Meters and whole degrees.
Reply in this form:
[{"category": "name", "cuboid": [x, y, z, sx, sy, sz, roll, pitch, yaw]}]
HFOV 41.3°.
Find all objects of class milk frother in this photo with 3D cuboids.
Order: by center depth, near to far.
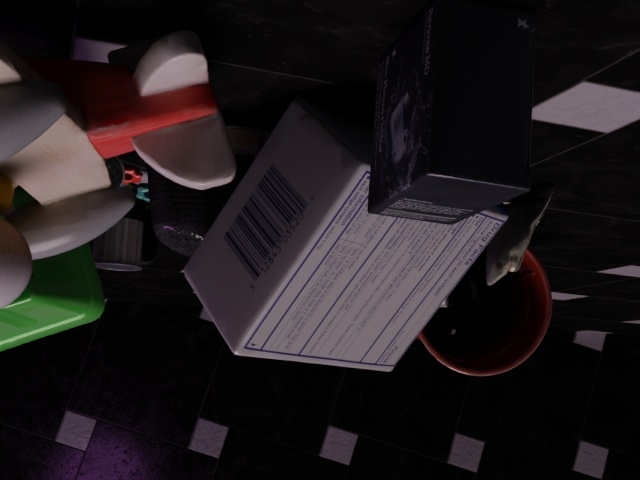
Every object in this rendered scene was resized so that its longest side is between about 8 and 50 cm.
[{"category": "milk frother", "cuboid": [-0.297, -0.021, 1.399, 0.129, 0.134, 0.143, 9, 168, -39]}]

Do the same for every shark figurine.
[{"category": "shark figurine", "cuboid": [0.287, -0.035, 1.334, 0.116, 0.166, 0.278, 27, -168, 11]}]

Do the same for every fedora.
[{"category": "fedora", "cuboid": [-0.113, -0.050, 1.138, 0.334, 0.152, 0.334, 4, 170, 1]}]

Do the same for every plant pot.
[{"category": "plant pot", "cuboid": [0.275, 0.118, 1.689, 0.273, 0.272, 0.265, 5, 177, -10]}]

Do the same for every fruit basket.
[{"category": "fruit basket", "cuboid": [-0.542, 0.044, 1.391, 0.392, 0.282, 0.392, -17, 173, -2]}]

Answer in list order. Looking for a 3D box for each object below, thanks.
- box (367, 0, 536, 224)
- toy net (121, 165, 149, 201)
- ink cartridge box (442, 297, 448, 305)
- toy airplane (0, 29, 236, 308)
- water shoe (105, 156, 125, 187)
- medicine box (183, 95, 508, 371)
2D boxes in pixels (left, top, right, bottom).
[{"category": "box", "cuboid": [0.111, -0.107, 0.749, 0.093, 0.156, 0.158, 7, 169, -14]}, {"category": "toy net", "cuboid": [-0.248, -0.086, 1.310, 0.232, 0.045, 0.122, 2, 147, -5]}, {"category": "ink cartridge box", "cuboid": [0.088, 0.015, 1.366, 0.237, 0.171, 0.100, 2, 172, 10]}, {"category": "toy airplane", "cuboid": [-0.265, -0.069, 0.761, 0.384, 0.272, 0.386, -6, 165, 40]}, {"category": "water shoe", "cuboid": [-0.363, -0.117, 1.141, 0.203, 0.072, 0.080, 16, -176, -31]}, {"category": "medicine box", "cuboid": [0.034, 0.006, 1.026, 0.289, 0.263, 0.149, 14, -153, -46]}]
